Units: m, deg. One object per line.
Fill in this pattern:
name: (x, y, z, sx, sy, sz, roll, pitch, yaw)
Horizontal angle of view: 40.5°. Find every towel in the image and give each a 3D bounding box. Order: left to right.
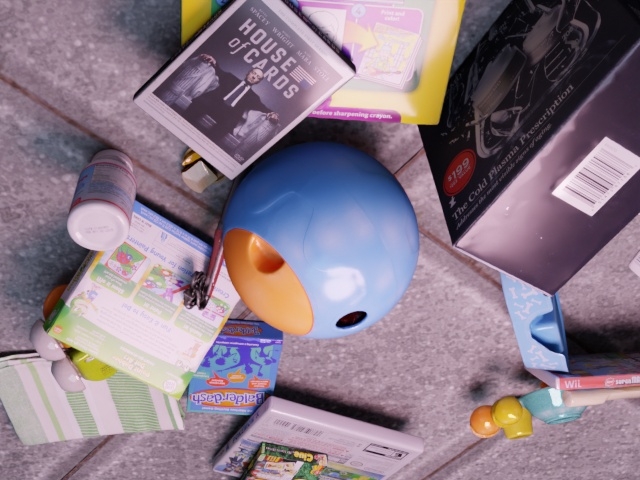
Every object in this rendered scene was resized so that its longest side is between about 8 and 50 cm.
towel: (-0.434, 0.292, 1.629, 0.325, 0.038, 0.248, -7, 129, 1)

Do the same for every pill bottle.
pill bottle: (-0.317, -0.064, 1.278, 0.087, 0.160, 0.087, -2, 128, -3)

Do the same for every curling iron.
curling iron: (-0.151, -0.009, 1.355, 0.035, 0.068, 0.274, 24, 100, 7)

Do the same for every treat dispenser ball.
treat dispenser ball: (0.000, 0.000, 1.272, 0.288, 0.288, 0.288, -2, 128, -3)

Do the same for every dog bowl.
dog bowl: (0.360, 0.101, 1.467, 0.074, 0.166, 0.297, -11, 129, 18)

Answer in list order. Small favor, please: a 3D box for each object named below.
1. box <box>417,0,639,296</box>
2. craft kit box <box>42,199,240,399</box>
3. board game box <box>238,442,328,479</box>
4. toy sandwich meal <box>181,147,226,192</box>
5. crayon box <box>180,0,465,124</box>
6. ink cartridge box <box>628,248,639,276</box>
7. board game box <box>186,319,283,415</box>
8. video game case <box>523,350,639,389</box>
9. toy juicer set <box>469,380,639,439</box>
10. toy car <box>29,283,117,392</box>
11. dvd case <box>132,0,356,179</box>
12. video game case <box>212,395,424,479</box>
box: (0.314, -0.165, 1.151, 0.179, 0.312, 0.343, 26, 121, -21)
craft kit box: (-0.270, 0.095, 1.397, 0.250, 0.061, 0.246, 34, 82, -26)
board game box: (-0.089, 0.485, 1.753, 0.136, 0.030, 0.259, 12, 140, -14)
toy sandwich meal: (-0.176, -0.112, 1.334, 0.086, 0.029, 0.085, -2, 128, -3)
crayon box: (0.001, -0.321, 1.136, 0.363, 0.106, 0.313, 3, 127, -6)
ink cartridge box: (0.568, -0.123, 1.121, 0.071, 0.330, 0.324, 40, 149, 19)
board game box: (-0.160, 0.236, 1.598, 0.160, 0.047, 0.210, 4, 129, -8)
video game case: (0.534, 0.231, 1.566, 0.285, 0.204, 0.025, -3, 92, -2)
toy juicer set: (0.411, 0.285, 1.585, 0.209, 0.089, 0.329, 10, 151, -39)
toy car: (-0.400, 0.151, 1.462, 0.159, 0.136, 0.182, -33, 127, -18)
dvd case: (-0.099, -0.205, 1.134, 0.239, 0.029, 0.179, -37, 120, 25)
video game case: (-0.011, 0.425, 1.727, 0.329, 0.036, 0.300, 19, 138, -19)
